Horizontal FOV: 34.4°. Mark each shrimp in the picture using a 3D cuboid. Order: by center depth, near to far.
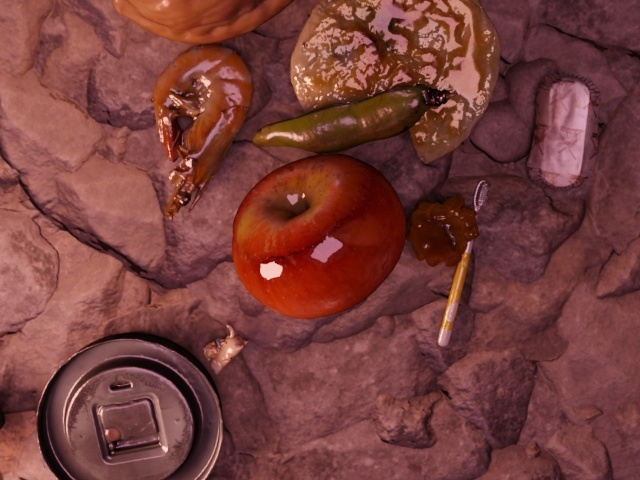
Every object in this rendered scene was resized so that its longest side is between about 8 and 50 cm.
[{"bbox_3d":[-0.211,-0.176,1.638,0.152,0.063,0.287,25,96,-4],"label":"shrimp"}]

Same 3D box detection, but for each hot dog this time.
[{"bbox_3d":[0.393,-0.172,1.659,0.108,0.059,0.191,7,104,11],"label":"hot dog"}]

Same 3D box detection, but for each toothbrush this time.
[{"bbox_3d":[0.237,0.041,1.710,0.021,0.024,0.288,12,100,-6],"label":"toothbrush"}]

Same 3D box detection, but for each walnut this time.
[{"bbox_3d":[-0.161,-0.439,1.469,0.344,0.306,0.306,-40,99,6],"label":"walnut"}]

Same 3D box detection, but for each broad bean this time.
[{"bbox_3d":[0.051,-0.180,1.583,0.339,0.061,0.077,-14,131,19],"label":"broad bean"}]

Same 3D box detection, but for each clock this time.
[{"bbox_3d":[-0.315,0.305,1.724,0.313,0.061,0.312,0,101,-2],"label":"clock"}]

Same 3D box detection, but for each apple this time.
[{"bbox_3d":[0.000,0.000,1.588,0.272,0.251,0.206,-37,128,-4],"label":"apple"}]

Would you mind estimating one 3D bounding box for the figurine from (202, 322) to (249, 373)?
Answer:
[{"bbox_3d":[-0.161,0.179,1.719,0.083,0.047,0.050,-45,84,13],"label":"figurine"}]

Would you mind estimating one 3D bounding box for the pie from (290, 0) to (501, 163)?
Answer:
[{"bbox_3d":[0.119,-0.285,1.620,0.338,0.075,0.337,0,100,0],"label":"pie"}]

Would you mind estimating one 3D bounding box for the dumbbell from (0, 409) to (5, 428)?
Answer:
[{"bbox_3d":[-0.660,0.208,1.638,0.179,0.179,0.406,-30,100,4],"label":"dumbbell"}]

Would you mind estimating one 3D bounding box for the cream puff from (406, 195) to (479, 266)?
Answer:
[{"bbox_3d":[0.197,-0.020,1.667,0.116,0.094,0.122,42,132,-5],"label":"cream puff"}]
